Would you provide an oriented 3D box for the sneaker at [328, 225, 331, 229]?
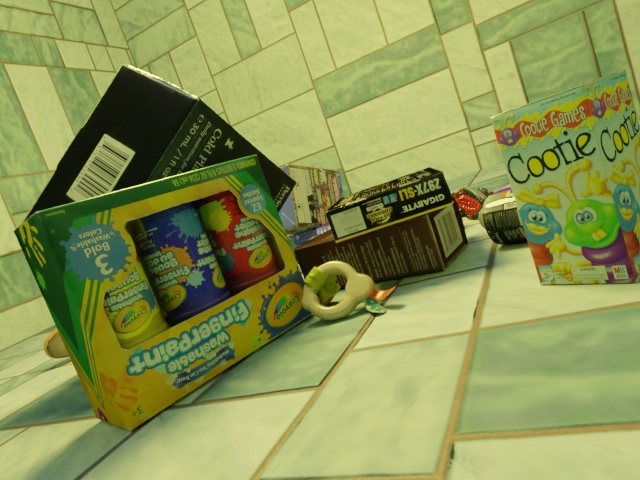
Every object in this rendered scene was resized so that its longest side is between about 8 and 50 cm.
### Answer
[{"bbox_3d":[0.081,-0.056,1.440,0.114,0.152,0.305,-14,-23,-22],"label":"sneaker"}]

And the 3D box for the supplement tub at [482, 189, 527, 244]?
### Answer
[{"bbox_3d":[0.451,-0.060,0.992,0.190,0.116,0.117,-12,10,45],"label":"supplement tub"}]

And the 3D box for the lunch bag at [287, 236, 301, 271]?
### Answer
[{"bbox_3d":[-0.197,0.080,1.567,0.224,0.160,0.262,-20,-5,23],"label":"lunch bag"}]

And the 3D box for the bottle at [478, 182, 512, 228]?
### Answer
[{"bbox_3d":[0.503,-0.097,1.237,0.118,0.092,0.283,-14,9,45],"label":"bottle"}]

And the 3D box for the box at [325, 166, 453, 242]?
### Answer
[{"bbox_3d":[0.160,-0.094,1.121,0.257,0.079,0.322,-20,7,11],"label":"box"}]

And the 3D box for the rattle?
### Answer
[{"bbox_3d":[0.071,0.124,0.979,0.200,0.142,0.130,0,47,23],"label":"rattle"}]

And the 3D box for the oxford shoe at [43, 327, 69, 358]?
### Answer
[{"bbox_3d":[-0.688,0.278,1.517,0.364,0.129,0.133,-24,16,-24],"label":"oxford shoe"}]

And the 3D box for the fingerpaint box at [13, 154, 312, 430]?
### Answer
[{"bbox_3d":[-0.262,0.069,0.918,0.163,0.370,0.445,-13,9,46],"label":"fingerpaint box"}]

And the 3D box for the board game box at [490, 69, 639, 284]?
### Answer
[{"bbox_3d":[0.392,-0.088,0.713,0.144,0.275,0.142,-25,8,-34],"label":"board game box"}]

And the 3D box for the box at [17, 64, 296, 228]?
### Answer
[{"bbox_3d":[-0.384,-0.093,1.235,0.297,0.479,0.472,30,-2,27],"label":"box"}]

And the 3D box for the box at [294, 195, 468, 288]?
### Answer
[{"bbox_3d":[0.145,0.016,1.182,0.382,0.143,0.191,-12,10,37],"label":"box"}]

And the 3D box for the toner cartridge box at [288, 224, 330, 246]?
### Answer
[{"bbox_3d":[0.000,0.000,1.802,0.348,0.075,0.165,-14,-9,38],"label":"toner cartridge box"}]

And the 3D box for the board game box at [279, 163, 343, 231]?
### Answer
[{"bbox_3d":[-0.051,-0.147,1.803,0.141,0.231,0.291,-15,-9,41],"label":"board game box"}]

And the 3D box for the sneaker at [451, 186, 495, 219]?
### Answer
[{"bbox_3d":[0.504,-0.136,1.511,0.125,0.104,0.262,-17,7,4],"label":"sneaker"}]
